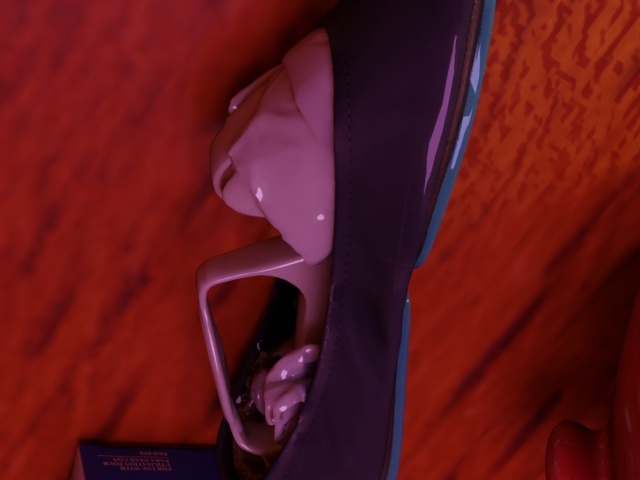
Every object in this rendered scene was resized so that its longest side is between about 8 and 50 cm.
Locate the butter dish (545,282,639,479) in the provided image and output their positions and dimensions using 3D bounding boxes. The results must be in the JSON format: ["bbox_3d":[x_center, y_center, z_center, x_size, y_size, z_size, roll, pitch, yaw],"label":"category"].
[{"bbox_3d":[0.131,0.070,0.502,0.118,0.160,0.160,-9,127,19],"label":"butter dish"}]

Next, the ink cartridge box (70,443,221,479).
[{"bbox_3d":[-0.053,0.166,0.563,0.097,0.046,0.207,4,122,-18],"label":"ink cartridge box"}]

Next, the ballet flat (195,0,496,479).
[{"bbox_3d":[0.000,0.000,0.454,0.074,0.074,0.203,-1,125,-14],"label":"ballet flat"}]
